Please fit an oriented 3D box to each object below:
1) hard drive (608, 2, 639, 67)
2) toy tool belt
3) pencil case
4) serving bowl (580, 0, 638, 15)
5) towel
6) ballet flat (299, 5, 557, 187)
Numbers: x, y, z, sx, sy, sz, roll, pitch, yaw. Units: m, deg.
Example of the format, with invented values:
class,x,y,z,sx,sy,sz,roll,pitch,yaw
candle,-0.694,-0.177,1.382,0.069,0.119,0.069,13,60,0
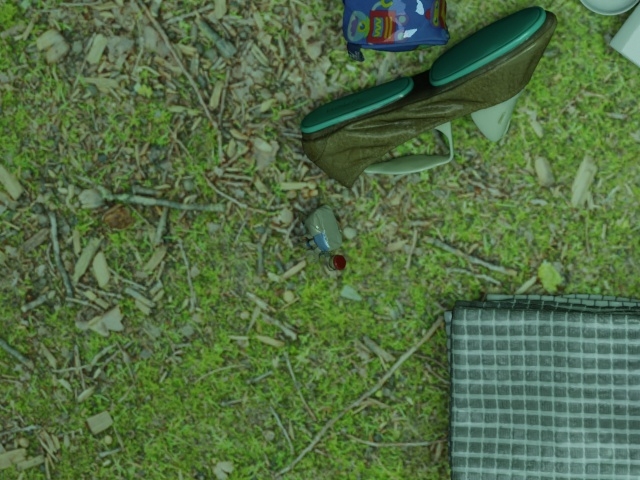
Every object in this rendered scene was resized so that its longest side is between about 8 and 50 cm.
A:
class,x,y,z,sx,sy,sz,roll,pitch,yaw
hard drive,0.521,-0.290,1.722,0.233,0.047,0.353,38,107,5
toy tool belt,0.000,0.000,1.926,0.051,0.052,0.083,-15,94,49
pencil case,0.077,-0.363,1.793,0.133,0.119,0.306,4,103,36
serving bowl,0.332,-0.300,1.781,0.083,0.027,0.083,3,101,15
towel,0.283,0.185,1.841,0.284,0.121,0.235,0,100,16
ballet flat,0.141,-0.153,1.829,0.342,0.116,0.124,-25,113,19
